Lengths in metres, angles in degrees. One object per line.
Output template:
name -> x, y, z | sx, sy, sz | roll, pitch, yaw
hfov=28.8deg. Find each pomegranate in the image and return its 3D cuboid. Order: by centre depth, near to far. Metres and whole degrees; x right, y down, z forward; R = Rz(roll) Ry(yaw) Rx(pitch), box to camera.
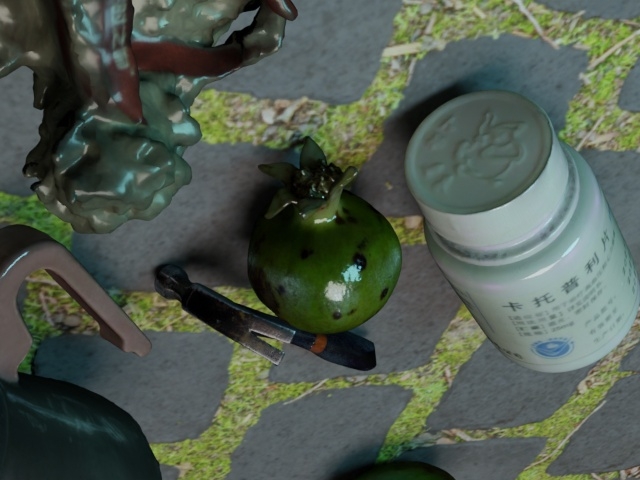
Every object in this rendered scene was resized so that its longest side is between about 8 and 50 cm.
pomegranate -> -0.006, 0.004, 1.121 | 0.148, 0.148, 0.169 | -28, 129, 5

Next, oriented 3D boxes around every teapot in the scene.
teapot -> -0.301, 0.188, 1.064 | 0.376, 0.305, 0.362 | -54, 147, -14

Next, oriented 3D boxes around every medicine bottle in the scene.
medicine bottle -> 0.192, -0.006, 1.177 | 0.170, 0.170, 0.293 | -29, 140, 7

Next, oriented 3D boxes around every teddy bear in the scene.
teddy bear -> -0.135, -0.236, 0.739 | 0.357, 0.224, 0.367 | -42, 137, 0

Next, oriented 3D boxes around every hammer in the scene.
hammer -> -0.026, 0.093, 1.239 | 0.289, 0.137, 0.037 | 23, 95, -51

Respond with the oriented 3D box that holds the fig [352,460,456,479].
fig -> 0.104, 0.361, 1.539 | 0.191, 0.181, 0.181 | 29, 120, -21
